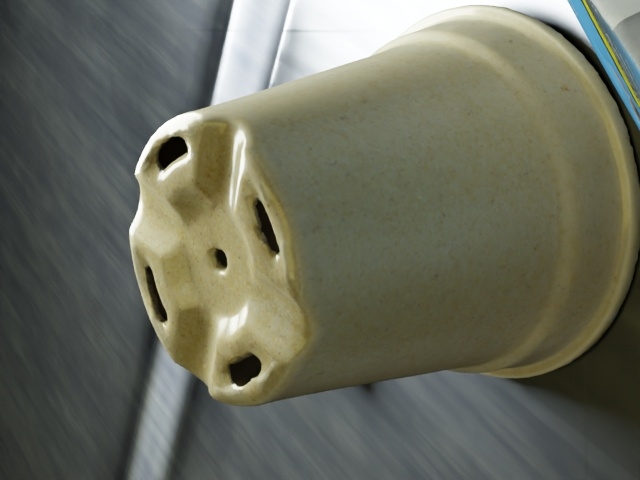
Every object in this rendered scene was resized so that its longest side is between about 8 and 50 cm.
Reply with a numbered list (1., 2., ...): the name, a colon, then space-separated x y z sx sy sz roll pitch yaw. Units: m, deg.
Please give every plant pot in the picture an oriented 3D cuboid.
1. plant pot: 0.031 -0.011 0.937 0.334 0.305 0.334 19 115 46

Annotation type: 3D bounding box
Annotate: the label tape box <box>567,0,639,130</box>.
1. label tape box: 0.229 -0.046 0.576 0.240 0.106 0.334 56 -164 -17
